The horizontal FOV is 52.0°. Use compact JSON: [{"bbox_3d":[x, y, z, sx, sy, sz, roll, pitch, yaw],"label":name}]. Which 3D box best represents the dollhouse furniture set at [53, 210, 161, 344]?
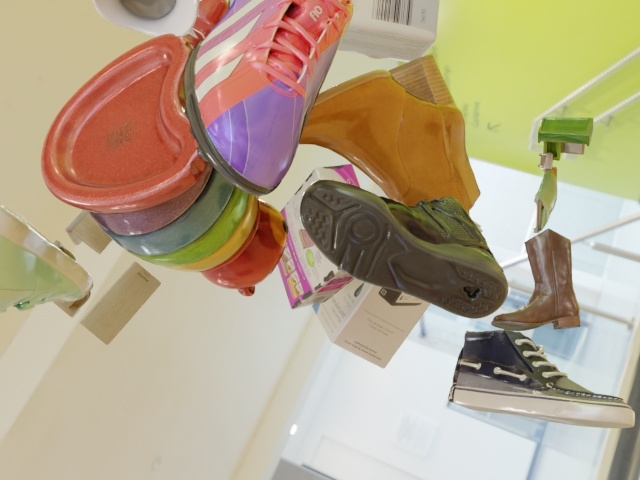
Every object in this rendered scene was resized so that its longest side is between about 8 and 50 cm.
[{"bbox_3d":[-0.328,0.054,0.981,0.144,0.151,0.123,-51,7,-17],"label":"dollhouse furniture set"}]

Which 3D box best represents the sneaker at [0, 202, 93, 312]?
[{"bbox_3d":[-0.336,0.051,0.671,0.151,0.094,0.256,-52,-11,-13],"label":"sneaker"}]

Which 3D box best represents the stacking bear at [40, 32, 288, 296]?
[{"bbox_3d":[-0.129,-0.038,0.688,0.289,0.164,0.175,50,-158,-56],"label":"stacking bear"}]

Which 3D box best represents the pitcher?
[{"bbox_3d":[-0.221,-0.318,0.770,0.207,0.177,0.126,-95,14,-52],"label":"pitcher"}]

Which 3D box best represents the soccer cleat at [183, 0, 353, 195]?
[{"bbox_3d":[-0.029,-0.173,0.557,0.108,0.116,0.318,41,-142,-30],"label":"soccer cleat"}]

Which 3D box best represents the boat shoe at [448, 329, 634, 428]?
[{"bbox_3d":[0.400,0.247,1.215,0.127,0.340,0.158,30,-114,-48],"label":"boat shoe"}]

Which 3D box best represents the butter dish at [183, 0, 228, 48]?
[{"bbox_3d":[-0.215,-0.425,1.219,0.118,0.160,0.160,-57,-13,-7],"label":"butter dish"}]

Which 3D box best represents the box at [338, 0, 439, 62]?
[{"bbox_3d":[0.123,-0.450,1.234,0.119,0.180,0.182,147,130,-78],"label":"box"}]

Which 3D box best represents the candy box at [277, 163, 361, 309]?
[{"bbox_3d":[0.000,0.000,1.070,0.071,0.159,0.233,-10,-18,-28],"label":"candy box"}]

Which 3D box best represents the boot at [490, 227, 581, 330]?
[{"bbox_3d":[0.240,0.044,0.746,0.037,0.106,0.114,118,151,-73],"label":"boot"}]

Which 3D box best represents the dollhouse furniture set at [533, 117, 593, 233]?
[{"bbox_3d":[0.302,-0.082,0.815,0.076,0.058,0.152,-59,-34,-40],"label":"dollhouse furniture set"}]

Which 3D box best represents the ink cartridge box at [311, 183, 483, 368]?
[{"bbox_3d":[0.122,0.041,1.213,0.307,0.129,0.223,-56,22,9],"label":"ink cartridge box"}]

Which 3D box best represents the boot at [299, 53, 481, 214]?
[{"bbox_3d":[0.083,-0.087,0.758,0.295,0.104,0.211,-28,-79,-39],"label":"boot"}]

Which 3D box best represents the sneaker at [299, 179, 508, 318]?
[{"bbox_3d":[0.085,-0.009,0.696,0.130,0.227,0.087,-82,16,-63],"label":"sneaker"}]
